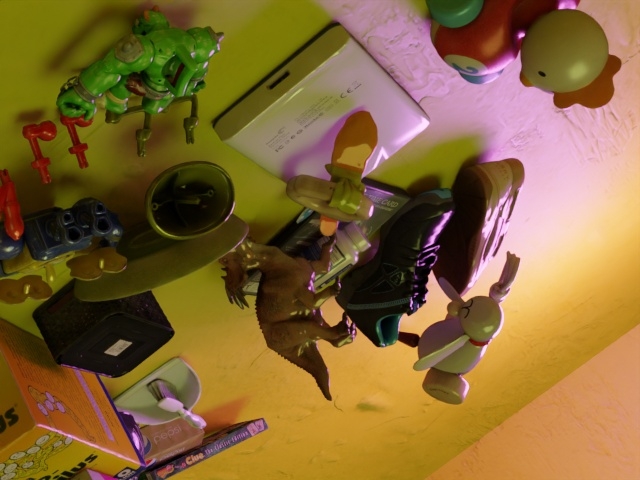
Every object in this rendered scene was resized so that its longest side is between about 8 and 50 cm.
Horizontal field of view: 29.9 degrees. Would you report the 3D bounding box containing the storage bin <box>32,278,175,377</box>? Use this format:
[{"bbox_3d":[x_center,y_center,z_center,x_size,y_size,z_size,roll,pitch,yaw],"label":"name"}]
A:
[{"bbox_3d":[-0.310,0.122,1.728,0.122,0.084,0.180,-38,154,10],"label":"storage bin"}]

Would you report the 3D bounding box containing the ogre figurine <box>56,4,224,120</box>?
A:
[{"bbox_3d":[-0.182,-0.188,1.309,0.197,0.096,0.118,6,147,-38],"label":"ogre figurine"}]

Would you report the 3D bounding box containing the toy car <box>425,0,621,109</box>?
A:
[{"bbox_3d":[0.282,-0.253,1.571,0.210,0.238,0.219,-36,155,5],"label":"toy car"}]

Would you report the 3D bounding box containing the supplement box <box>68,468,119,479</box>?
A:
[{"bbox_3d":[-0.378,0.440,1.725,0.220,0.114,0.111,-37,154,3],"label":"supplement box"}]

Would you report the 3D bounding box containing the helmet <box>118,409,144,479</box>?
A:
[{"bbox_3d":[-0.369,0.352,1.968,0.169,0.162,0.169,-16,112,-46],"label":"helmet"}]

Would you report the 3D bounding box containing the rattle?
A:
[{"bbox_3d":[0.021,-0.091,1.701,0.130,0.142,0.199,-1,172,6],"label":"rattle"}]

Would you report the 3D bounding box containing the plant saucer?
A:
[{"bbox_3d":[-0.212,0.008,1.554,0.241,0.037,0.241,-17,-164,5],"label":"plant saucer"}]

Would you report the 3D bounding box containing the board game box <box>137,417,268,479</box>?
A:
[{"bbox_3d":[-0.238,0.409,2.314,0.260,0.030,0.136,-21,-179,-34],"label":"board game box"}]

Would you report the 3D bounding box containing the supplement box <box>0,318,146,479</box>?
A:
[{"bbox_3d":[-0.435,0.273,1.718,0.194,0.195,0.356,-35,155,3],"label":"supplement box"}]

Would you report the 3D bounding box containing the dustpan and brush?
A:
[{"bbox_3d":[-0.256,0.290,2.120,0.147,0.060,0.211,-35,155,3],"label":"dustpan and brush"}]

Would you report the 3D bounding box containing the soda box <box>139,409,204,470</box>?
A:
[{"bbox_3d":[-0.309,0.379,2.217,0.181,0.061,0.058,-22,153,-24],"label":"soda box"}]

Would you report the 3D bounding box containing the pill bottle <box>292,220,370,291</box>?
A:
[{"bbox_3d":[0.017,0.023,1.900,0.120,0.067,0.067,-36,155,6],"label":"pill bottle"}]

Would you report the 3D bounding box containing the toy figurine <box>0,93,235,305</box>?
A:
[{"bbox_3d":[-0.311,-0.040,1.434,0.363,0.191,0.217,-22,-176,-38],"label":"toy figurine"}]

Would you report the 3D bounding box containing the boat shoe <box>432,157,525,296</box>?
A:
[{"bbox_3d":[0.285,-0.014,2.144,0.110,0.121,0.341,-21,151,-24],"label":"boat shoe"}]

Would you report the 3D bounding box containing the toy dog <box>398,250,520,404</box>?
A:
[{"bbox_3d":[0.217,0.156,2.096,0.333,0.161,0.220,104,6,-48],"label":"toy dog"}]

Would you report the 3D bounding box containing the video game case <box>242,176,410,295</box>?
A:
[{"bbox_3d":[0.000,0.000,1.946,0.274,0.026,0.196,-44,153,20],"label":"video game case"}]

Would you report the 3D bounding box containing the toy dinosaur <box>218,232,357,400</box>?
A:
[{"bbox_3d":[-0.059,0.100,1.820,0.200,0.295,0.127,-12,-170,6],"label":"toy dinosaur"}]

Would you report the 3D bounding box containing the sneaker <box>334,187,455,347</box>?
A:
[{"bbox_3d":[0.155,0.047,2.079,0.125,0.139,0.340,-11,146,-37],"label":"sneaker"}]

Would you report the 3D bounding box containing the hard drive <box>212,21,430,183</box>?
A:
[{"bbox_3d":[0.012,-0.162,1.647,0.210,0.040,0.319,-38,155,11],"label":"hard drive"}]
